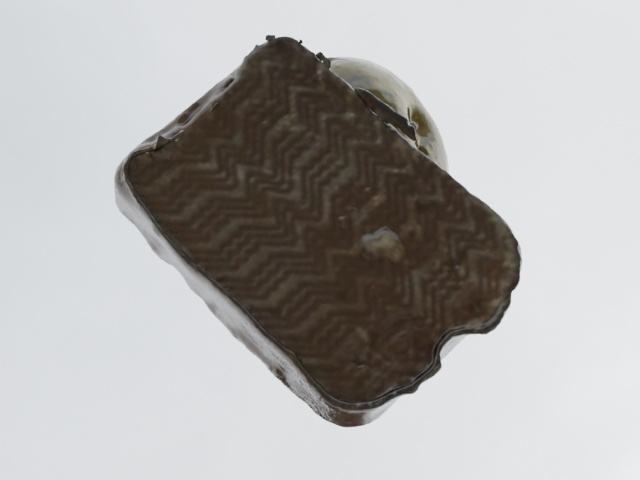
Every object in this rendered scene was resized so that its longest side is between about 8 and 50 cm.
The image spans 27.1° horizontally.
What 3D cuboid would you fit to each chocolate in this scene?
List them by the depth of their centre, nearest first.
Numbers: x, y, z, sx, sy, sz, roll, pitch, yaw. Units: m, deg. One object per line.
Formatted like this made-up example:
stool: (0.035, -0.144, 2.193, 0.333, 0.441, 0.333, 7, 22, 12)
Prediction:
chocolate: (0.000, 0.000, 0.751, 0.148, 0.093, 0.214, -42, -103, -13)

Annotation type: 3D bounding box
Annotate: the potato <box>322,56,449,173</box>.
potato: (0.030, -0.034, 0.986, 0.138, 0.098, 0.243, -4, -110, 2)
